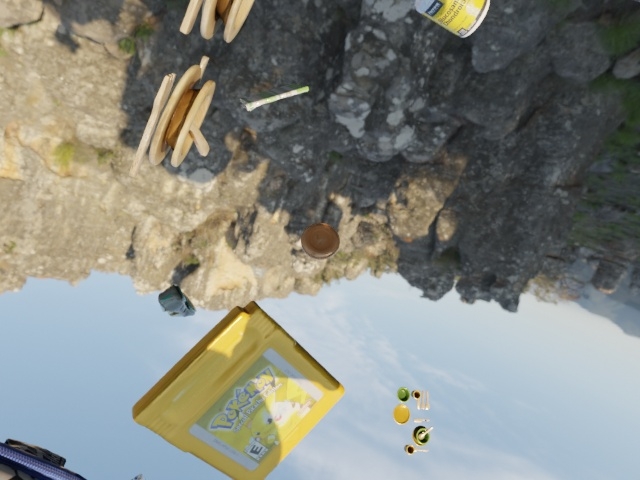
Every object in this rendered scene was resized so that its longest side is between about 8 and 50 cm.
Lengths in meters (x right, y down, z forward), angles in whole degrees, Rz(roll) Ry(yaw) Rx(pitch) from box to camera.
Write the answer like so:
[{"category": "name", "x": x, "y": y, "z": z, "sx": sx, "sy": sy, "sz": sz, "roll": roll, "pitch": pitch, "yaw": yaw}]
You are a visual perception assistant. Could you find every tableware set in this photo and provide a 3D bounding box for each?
[{"category": "tableware set", "x": -0.078, "y": -0.137, "z": 0.339, "sx": 0.039, "sy": 0.194, "sz": 0.128, "roll": 25, "pitch": -155, "yaw": -13}, {"category": "tableware set", "x": 0.229, "y": 0.445, "z": 1.106, "sx": 0.104, "sy": 0.154, "sz": 0.024, "roll": 10, "pitch": 163, "yaw": -15}]

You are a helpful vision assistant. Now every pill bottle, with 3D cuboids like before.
[{"category": "pill bottle", "x": 0.279, "y": -0.548, "z": 1.008, "sx": 0.184, "sy": 0.103, "sz": 0.103, "roll": 21, "pitch": -179, "yaw": -17}]

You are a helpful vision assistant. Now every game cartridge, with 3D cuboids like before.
[{"category": "game cartridge", "x": -0.137, "y": 0.306, "z": 0.862, "sx": 0.324, "sy": 0.285, "sz": 0.052, "roll": 50, "pitch": 170, "yaw": -33}]

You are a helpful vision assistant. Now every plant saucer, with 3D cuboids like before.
[{"category": "plant saucer", "x": 0.000, "y": 0.000, "z": 0.945, "sx": 0.083, "sy": 0.083, "sz": 0.013, "roll": 18, "pitch": 155, "yaw": 5}]

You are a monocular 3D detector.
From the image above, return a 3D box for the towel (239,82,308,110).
[{"category": "towel", "x": -0.112, "y": -0.343, "z": 1.069, "sx": 0.152, "sy": 0.023, "sz": 0.113, "roll": -19, "pitch": -151, "yaw": -10}]

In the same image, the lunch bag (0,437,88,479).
[{"category": "lunch bag", "x": -0.304, "y": 0.204, "z": 0.253, "sx": 0.243, "sy": 0.303, "sz": 0.115, "roll": 47, "pitch": -169, "yaw": -32}]

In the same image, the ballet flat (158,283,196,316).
[{"category": "ballet flat", "x": -0.375, "y": 0.164, "z": 1.157, "sx": 0.072, "sy": 0.068, "sz": 0.213, "roll": 55, "pitch": 165, "yaw": 13}]

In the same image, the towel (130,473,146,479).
[{"category": "towel", "x": -0.429, "y": 0.718, "z": 1.121, "sx": 0.235, "sy": 0.121, "sz": 0.283, "roll": 53, "pitch": 148, "yaw": 4}]
